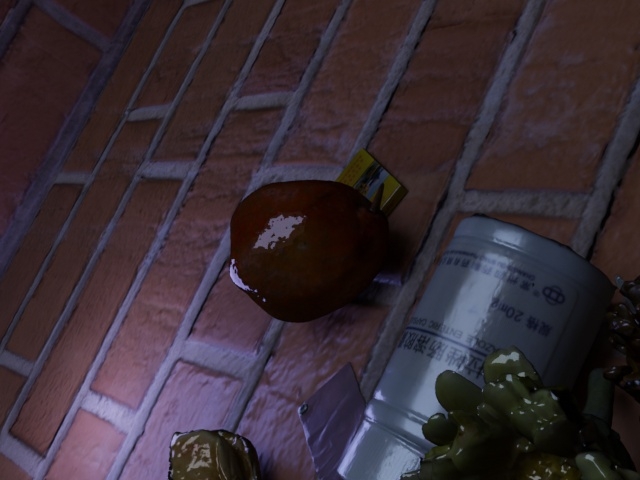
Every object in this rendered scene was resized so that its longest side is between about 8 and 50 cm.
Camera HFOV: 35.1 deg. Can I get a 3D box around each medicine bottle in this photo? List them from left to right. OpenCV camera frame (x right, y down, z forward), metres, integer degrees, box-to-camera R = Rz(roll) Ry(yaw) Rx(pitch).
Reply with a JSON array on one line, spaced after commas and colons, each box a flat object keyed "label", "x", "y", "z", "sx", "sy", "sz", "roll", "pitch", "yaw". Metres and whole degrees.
[{"label": "medicine bottle", "x": 0.168, "y": 0.159, "z": 1.104, "sx": 0.190, "sy": 0.190, "sz": 0.332, "roll": 14, "pitch": 75, "yaw": 56}]

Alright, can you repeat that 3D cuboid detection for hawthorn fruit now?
[{"label": "hawthorn fruit", "x": 0.000, "y": 0.000, "z": 1.454, "sx": 0.262, "sy": 0.210, "sz": 0.210, "roll": -25, "pitch": 44, "yaw": 28}]

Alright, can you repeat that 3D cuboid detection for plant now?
[{"label": "plant", "x": 0.248, "y": 0.230, "z": 0.898, "sx": 0.261, "sy": 0.297, "sz": 0.305, "roll": 31, "pitch": 131, "yaw": 48}]

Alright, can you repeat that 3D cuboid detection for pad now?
[{"label": "pad", "x": 0.024, "y": 0.260, "z": 1.376, "sx": 0.113, "sy": 0.006, "sz": 0.187, "roll": -45, "pitch": 35, "yaw": 17}]

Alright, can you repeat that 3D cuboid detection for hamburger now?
[{"label": "hamburger", "x": -0.138, "y": 0.368, "z": 1.408, "sx": 0.131, "sy": 0.124, "sz": 0.262, "roll": -22, "pitch": 47, "yaw": 15}]

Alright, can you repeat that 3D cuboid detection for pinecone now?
[{"label": "pinecone", "x": 0.350, "y": 0.101, "z": 0.930, "sx": 0.150, "sy": 0.179, "sz": 0.195, "roll": -37, "pitch": 31, "yaw": 35}]

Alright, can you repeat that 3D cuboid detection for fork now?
[{"label": "fork", "x": 0.344, "y": 0.077, "z": 1.111, "sx": 0.016, "sy": 0.012, "sz": 0.115, "roll": -37, "pitch": 32, "yaw": 21}]

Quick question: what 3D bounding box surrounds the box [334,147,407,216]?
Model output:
[{"label": "box", "x": 0.074, "y": -0.081, "z": 1.590, "sx": 0.087, "sy": 0.023, "sz": 0.155, "roll": -49, "pitch": 34, "yaw": 7}]
